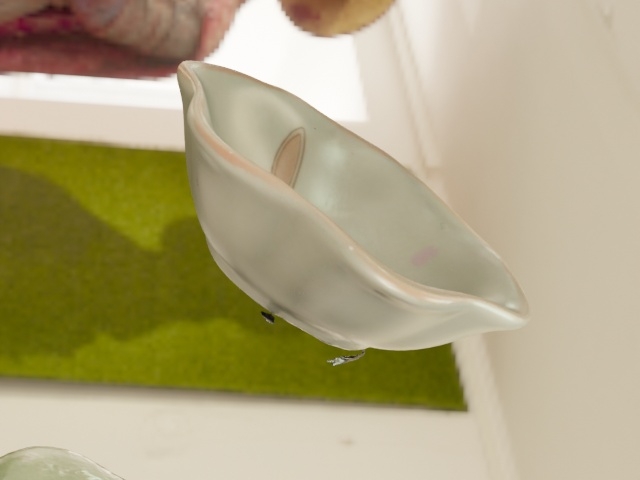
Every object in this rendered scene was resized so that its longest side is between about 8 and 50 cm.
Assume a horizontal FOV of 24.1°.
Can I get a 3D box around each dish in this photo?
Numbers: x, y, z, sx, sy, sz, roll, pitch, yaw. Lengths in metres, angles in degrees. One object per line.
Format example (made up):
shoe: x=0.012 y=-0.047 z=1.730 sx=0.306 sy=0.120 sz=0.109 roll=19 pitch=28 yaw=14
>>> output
dish: x=0.000 y=0.000 z=0.797 sx=0.081 sy=0.229 sz=0.229 roll=-54 pitch=-163 yaw=16

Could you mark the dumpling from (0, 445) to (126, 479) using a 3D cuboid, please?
dumpling: x=-0.210 y=0.314 z=1.296 sx=0.212 sy=0.270 sz=0.320 roll=-46 pitch=173 yaw=15
